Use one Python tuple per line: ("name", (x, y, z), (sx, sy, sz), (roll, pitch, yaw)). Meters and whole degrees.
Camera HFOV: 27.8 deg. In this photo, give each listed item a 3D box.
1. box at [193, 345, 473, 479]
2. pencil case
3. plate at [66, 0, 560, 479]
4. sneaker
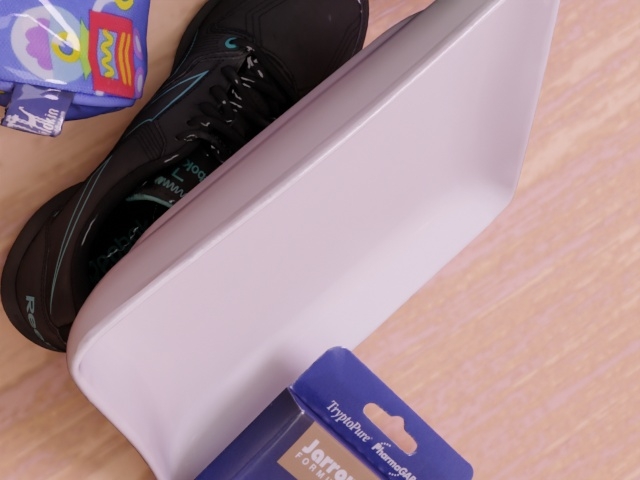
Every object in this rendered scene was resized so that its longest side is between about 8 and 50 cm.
("box", (-0.024, 0.178, 0.723), (0.225, 0.036, 0.136), (-46, 115, 0))
("pencil case", (-0.140, -0.203, 0.609), (0.133, 0.119, 0.306), (-2, 97, -47))
("plate", (0.000, 0.000, 0.648), (0.277, 0.278, 0.045), (-41, 71, -13))
("sneaker", (-0.054, -0.043, 0.675), (0.101, 0.106, 0.267), (41, 79, -20))
